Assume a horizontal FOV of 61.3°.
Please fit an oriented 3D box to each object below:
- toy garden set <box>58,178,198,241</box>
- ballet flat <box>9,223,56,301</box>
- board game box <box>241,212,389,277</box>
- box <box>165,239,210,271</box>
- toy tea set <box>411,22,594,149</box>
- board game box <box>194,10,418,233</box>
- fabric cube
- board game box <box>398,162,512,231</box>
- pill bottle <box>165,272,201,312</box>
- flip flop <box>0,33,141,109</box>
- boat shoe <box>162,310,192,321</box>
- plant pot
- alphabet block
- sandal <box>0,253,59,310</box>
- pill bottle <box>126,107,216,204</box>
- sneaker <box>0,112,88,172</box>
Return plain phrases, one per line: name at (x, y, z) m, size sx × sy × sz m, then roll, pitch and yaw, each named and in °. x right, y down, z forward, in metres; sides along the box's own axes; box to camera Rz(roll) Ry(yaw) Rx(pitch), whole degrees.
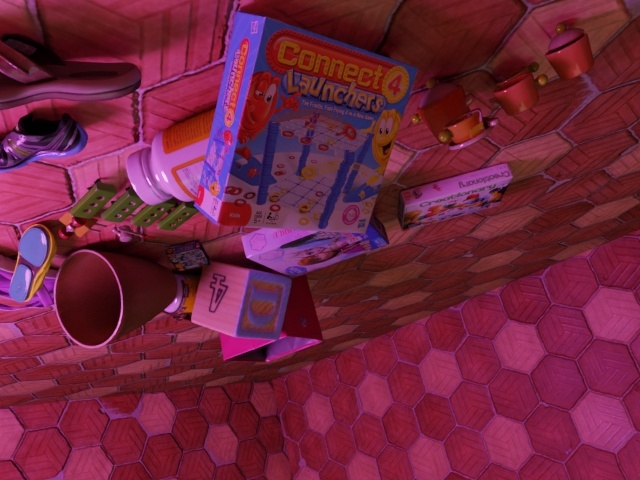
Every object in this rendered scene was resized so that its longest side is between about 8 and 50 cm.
toy garden set at (-0.424, -0.059, 1.175) m, size 0.203 × 0.049 × 0.244 m, roll -31°, pitch 154°, yaw 32°
ballet flat at (-0.643, 0.043, 1.226) m, size 0.231 × 0.077 × 0.077 m, roll -56°, pitch 178°, yaw 27°
board game box at (0.000, 0.000, 1.464) m, size 0.318 × 0.066 × 0.318 m, roll -20°, pitch 161°, yaw 14°
box at (-0.365, 0.044, 1.494) m, size 0.093 × 0.027 × 0.137 m, roll -12°, pitch 159°, yaw -4°
toy tea set at (0.327, -0.298, 1.003) m, size 0.336 × 0.124 × 0.200 m, roll -33°, pitch -166°, yaw -3°
board game box at (-0.018, -0.170, 0.875) m, size 0.308 × 0.086 × 0.302 m, roll 2°, pitch 113°, yaw -38°
fabric cube at (-0.177, 0.247, 1.814) m, size 0.259 × 0.258 × 0.254 m, roll -24°, pitch 157°, yaw 21°
board game box at (0.377, -0.120, 1.551) m, size 0.305 × 0.053 × 0.193 m, roll -16°, pitch 159°, yaw 1°
pill bottle at (-0.376, 0.163, 1.661) m, size 0.215 × 0.117 × 0.117 m, roll 7°, pitch 150°, yaw -45°
flip flop at (-0.383, -0.230, 0.713) m, size 0.277 × 0.112 × 0.080 m, roll -6°, pitch 131°, yaw -16°
boat shoe at (-0.488, 0.247, 1.874) m, size 0.064 × 0.060 × 0.178 m, roll -23°, pitch 157°, yaw 20°
plant pot at (-0.500, 0.134, 1.401) m, size 0.237 × 0.237 × 0.254 m, roll -26°, pitch 171°, yaw 27°
alphabet block at (-0.230, 0.174, 1.584) m, size 0.197 × 0.194 × 0.192 m, roll 9°, pitch 173°, yaw 40°
sandal at (-0.755, 0.126, 1.332) m, size 0.169 × 0.102 × 0.416 m, roll -20°, pitch 159°, yaw 12°
pill bottle at (-0.210, -0.150, 0.962) m, size 0.245 × 0.136 × 0.136 m, roll -19°, pitch 159°, yaw 11°
sneaker at (-0.476, -0.164, 0.870) m, size 0.188 × 0.067 × 0.078 m, roll -14°, pitch 138°, yaw 1°
